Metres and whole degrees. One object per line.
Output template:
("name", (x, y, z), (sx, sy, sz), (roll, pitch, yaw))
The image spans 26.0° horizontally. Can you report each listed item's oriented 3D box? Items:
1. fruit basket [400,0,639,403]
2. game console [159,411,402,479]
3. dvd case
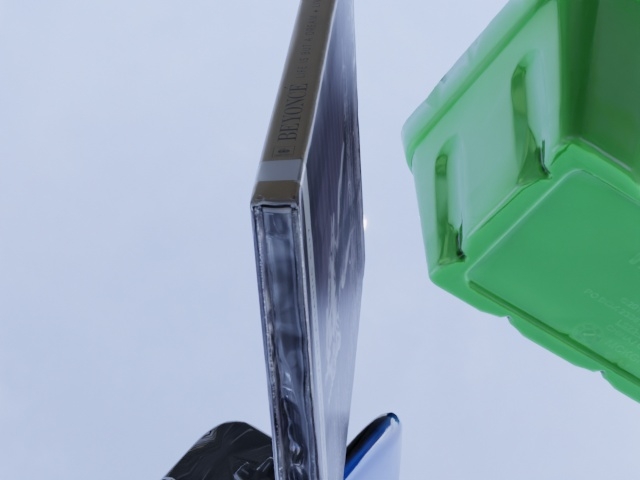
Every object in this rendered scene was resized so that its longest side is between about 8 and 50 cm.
("fruit basket", (0.259, -0.057, 1.047), (0.392, 0.283, 0.392), (19, -133, -22))
("game console", (-0.102, 0.194, 0.701), (0.293, 0.173, 0.250), (-45, -141, -19))
("dvd case", (0.000, 0.000, 0.511), (0.018, 0.164, 0.221), (0, -148, 5))
